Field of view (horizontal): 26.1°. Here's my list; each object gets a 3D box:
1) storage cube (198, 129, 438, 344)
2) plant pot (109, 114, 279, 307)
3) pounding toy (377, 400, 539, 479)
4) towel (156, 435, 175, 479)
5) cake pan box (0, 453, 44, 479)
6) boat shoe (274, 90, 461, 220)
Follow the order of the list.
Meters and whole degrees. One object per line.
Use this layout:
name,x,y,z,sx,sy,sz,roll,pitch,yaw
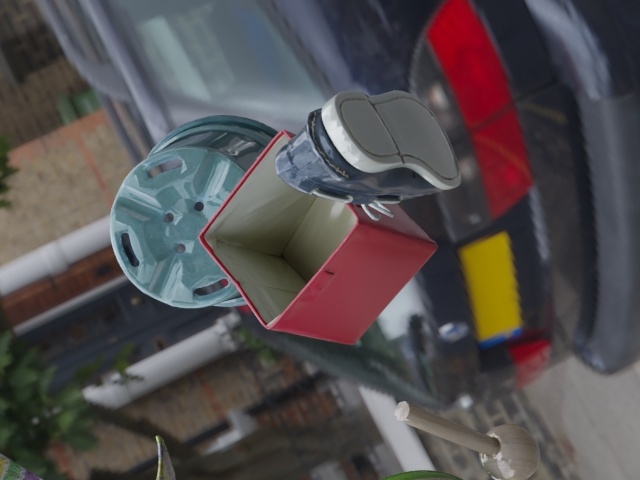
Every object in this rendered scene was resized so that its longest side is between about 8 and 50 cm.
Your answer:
storage cube,0.000,0.000,1.789,0.193,0.215,0.184,17,-152,-53
plant pot,-0.184,-0.034,2.281,0.341,0.341,0.334,65,-172,-3
pounding toy,0.068,0.241,1.218,0.183,0.237,0.110,20,-168,-30
towel,-0.162,0.248,1.443,0.083,0.009,0.060,-104,0,-62
cake pan box,-0.487,0.317,1.713,0.267,0.245,0.070,25,109,29
boat shoe,0.046,-0.067,1.154,0.095,0.079,0.254,62,-157,7
